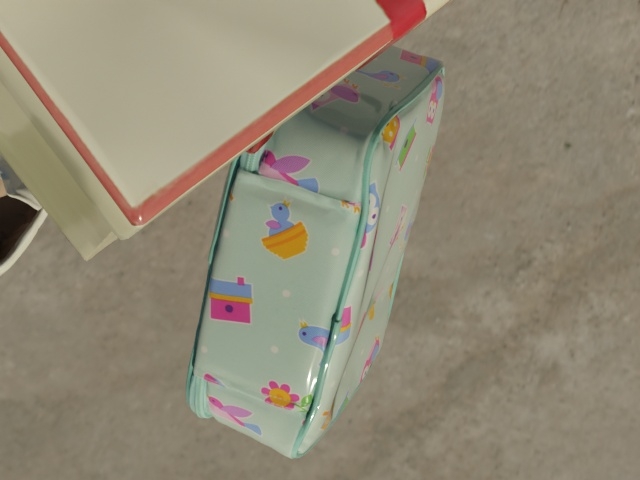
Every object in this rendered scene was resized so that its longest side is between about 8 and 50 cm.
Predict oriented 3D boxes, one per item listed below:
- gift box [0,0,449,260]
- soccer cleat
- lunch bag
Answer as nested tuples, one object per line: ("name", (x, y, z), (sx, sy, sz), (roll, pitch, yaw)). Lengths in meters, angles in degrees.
("gift box", (-0.066, -0.158, 0.436), (0.276, 0.255, 0.258), (49, 166, -7))
("soccer cleat", (-0.207, 0.005, 0.760), (0.068, 0.076, 0.196), (30, 126, -23))
("lunch bag", (0.000, 0.000, 0.961), (0.107, 0.224, 0.279), (19, 117, 10))
